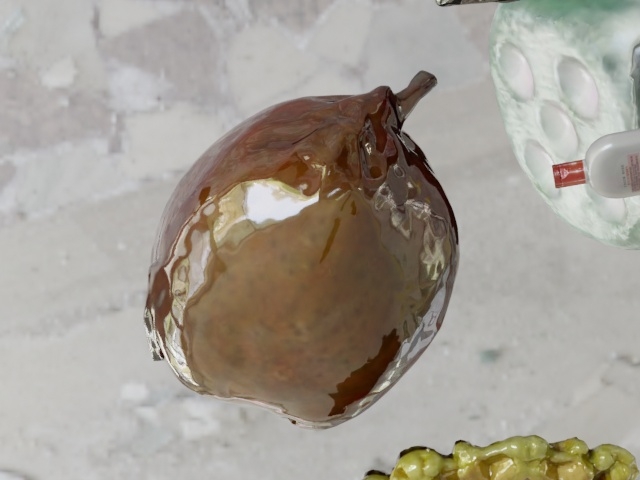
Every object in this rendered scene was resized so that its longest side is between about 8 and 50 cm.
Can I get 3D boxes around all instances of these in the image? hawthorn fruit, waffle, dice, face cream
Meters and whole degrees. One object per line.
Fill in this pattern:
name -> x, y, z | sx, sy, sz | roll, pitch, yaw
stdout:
hawthorn fruit -> -0.011, 0.019, 1.381 | 0.308, 0.308, 0.325 | 11, 150, -19
waffle -> 0.163, 0.275, 1.374 | 0.301, 0.058, 0.281 | -15, 138, 8
dice -> 0.432, -0.200, 1.799 | 0.328, 0.348, 0.330 | -26, 112, -16
face cream -> 0.164, -0.041, 0.768 | 0.083, 0.021, 0.040 | -9, 128, 9

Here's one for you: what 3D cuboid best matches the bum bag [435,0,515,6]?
bum bag -> 0.175, -0.238, 1.230 | 0.102, 0.069, 0.248 | -38, 175, 32
